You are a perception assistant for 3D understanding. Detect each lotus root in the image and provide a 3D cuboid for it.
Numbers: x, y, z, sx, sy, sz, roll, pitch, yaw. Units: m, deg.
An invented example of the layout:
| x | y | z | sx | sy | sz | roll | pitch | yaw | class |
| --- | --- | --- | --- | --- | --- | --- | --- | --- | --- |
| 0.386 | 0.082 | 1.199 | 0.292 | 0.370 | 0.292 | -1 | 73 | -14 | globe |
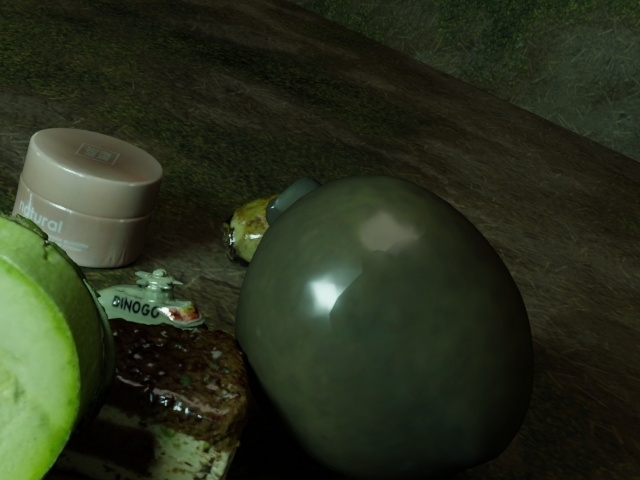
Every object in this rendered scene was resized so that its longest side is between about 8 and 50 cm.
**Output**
| x | y | z | sx | sy | sz | roll | pitch | yaw | class |
| --- | --- | --- | --- | --- | --- | --- | --- | --- | --- |
| 0.000 | 0.000 | 1.359 | 0.258 | 0.097 | 0.110 | 12 | 18 | -29 | lotus root |

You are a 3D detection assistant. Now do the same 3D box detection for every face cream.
| x | y | z | sx | sy | sz | roll | pitch | yaw | class |
| --- | --- | --- | --- | --- | --- | --- | --- | --- | --- |
| -0.256 | -0.048 | 1.232 | 0.149 | 0.104 | 0.149 | 17 | 20 | -6 | face cream |

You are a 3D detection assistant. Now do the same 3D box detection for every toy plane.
| x | y | z | sx | sy | sz | roll | pitch | yaw | class |
| --- | --- | --- | --- | --- | --- | --- | --- | --- | --- |
| -0.203 | 0.064 | 1.012 | 0.286 | 0.108 | 0.092 | 14 | 16 | 25 | toy plane |

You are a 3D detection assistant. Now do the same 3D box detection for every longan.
| x | y | z | sx | sy | sz | roll | pitch | yaw | class |
| --- | --- | --- | --- | --- | --- | --- | --- | --- | --- |
| 0.046 | 0.074 | 0.967 | 0.243 | 0.300 | 0.300 | -34 | 42 | -13 | longan |

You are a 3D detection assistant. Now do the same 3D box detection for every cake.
| x | y | z | sx | sy | sz | roll | pitch | yaw | class |
| --- | --- | --- | --- | --- | --- | --- | --- | --- | --- |
| -0.171 | 0.131 | 0.840 | 0.246 | 0.112 | 0.135 | 7 | 26 | -30 | cake |

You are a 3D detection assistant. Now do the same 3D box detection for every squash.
| x | y | z | sx | sy | sz | roll | pitch | yaw | class |
| --- | --- | --- | --- | --- | --- | --- | --- | --- | --- |
| -0.253 | 0.081 | 0.741 | 0.220 | 0.220 | 0.133 | 18 | 17 | -3 | squash |
